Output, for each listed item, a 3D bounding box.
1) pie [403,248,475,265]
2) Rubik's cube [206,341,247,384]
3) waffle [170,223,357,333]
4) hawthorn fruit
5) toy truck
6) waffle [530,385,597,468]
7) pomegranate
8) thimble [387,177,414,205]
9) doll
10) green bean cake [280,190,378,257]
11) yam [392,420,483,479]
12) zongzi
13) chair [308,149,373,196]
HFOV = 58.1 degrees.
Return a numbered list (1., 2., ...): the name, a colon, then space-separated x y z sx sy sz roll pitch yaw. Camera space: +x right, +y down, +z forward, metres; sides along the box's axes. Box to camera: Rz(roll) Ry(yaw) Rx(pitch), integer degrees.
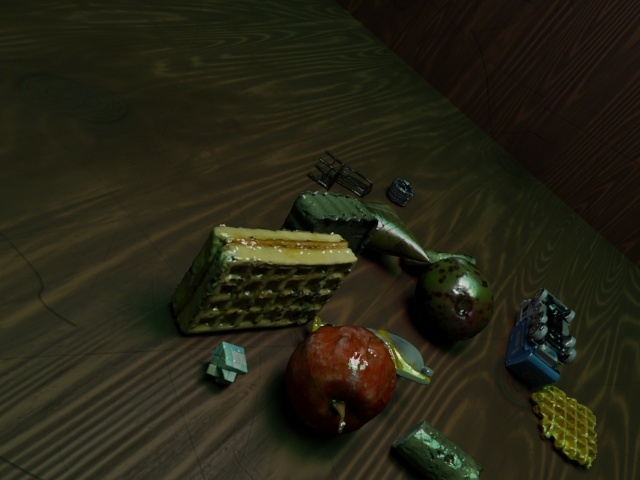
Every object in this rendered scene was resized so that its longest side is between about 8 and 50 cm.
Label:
1. pie: 0.386 0.060 1.885 0.241 0.054 0.240 5 3 0
2. Rubik's cube: -0.201 0.265 1.210 0.075 0.073 0.084 40 26 -27
3. waffle: -0.120 0.087 1.313 0.377 0.260 0.114 2 43 -41
4. hawthorn fruit: 0.041 0.308 1.213 0.242 0.241 0.271 35 21 -5
5. toy truck: 0.710 0.311 1.860 0.146 0.175 0.367 40 35 1
6. waffle: 0.716 0.539 1.709 0.219 0.057 0.229 37 36 0
7. pomegranate: 0.403 0.156 1.728 0.242 0.242 0.306 38 26 0
8. thimble: 0.297 -0.183 2.155 0.095 0.066 0.104 19 36 -27
9. doll: 0.126 0.265 1.408 0.317 0.145 0.103 19 72 0
10. green bean cake: 0.000 0.000 1.529 0.241 0.255 0.132 -6 45 -44
11. yam: 0.267 0.498 1.324 0.194 0.107 0.107 38 35 3
12. zongzi: 0.165 -0.018 1.742 0.286 0.138 0.300 5 29 -36
13. chair: 0.075 -0.208 1.975 0.213 0.084 0.101 35 32 -4
